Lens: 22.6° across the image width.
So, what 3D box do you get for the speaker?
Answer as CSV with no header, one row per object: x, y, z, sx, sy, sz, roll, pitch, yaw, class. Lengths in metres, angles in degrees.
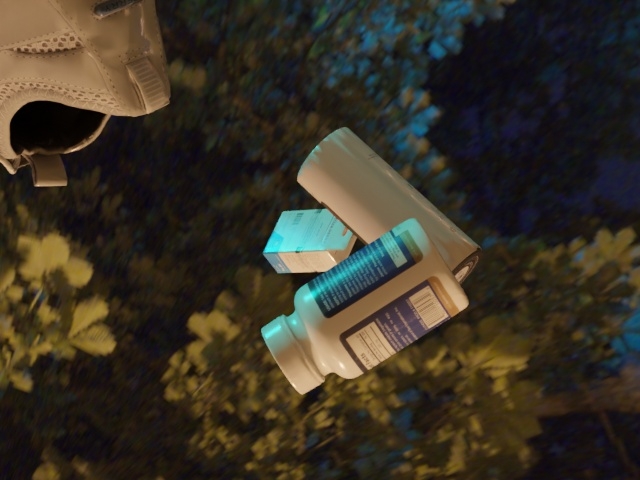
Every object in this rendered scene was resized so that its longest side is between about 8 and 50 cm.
0.048,-0.018,1.131,0.055,0.055,0.136,-41,-106,-21,speaker

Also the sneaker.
-0.158,-0.070,0.739,0.105,0.281,0.115,-25,-87,-30,sneaker

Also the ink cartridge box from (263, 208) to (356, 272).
0.000,0.000,1.320,0.028,0.083,0.048,54,-133,-37,ink cartridge box

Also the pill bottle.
0.026,0.044,0.996,0.120,0.067,0.067,-32,-96,3,pill bottle
